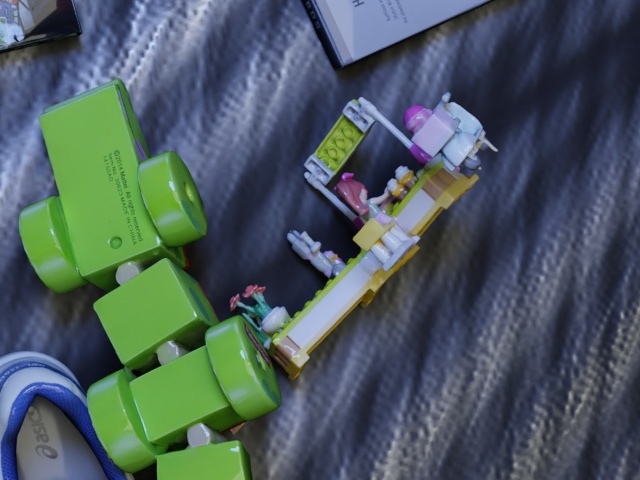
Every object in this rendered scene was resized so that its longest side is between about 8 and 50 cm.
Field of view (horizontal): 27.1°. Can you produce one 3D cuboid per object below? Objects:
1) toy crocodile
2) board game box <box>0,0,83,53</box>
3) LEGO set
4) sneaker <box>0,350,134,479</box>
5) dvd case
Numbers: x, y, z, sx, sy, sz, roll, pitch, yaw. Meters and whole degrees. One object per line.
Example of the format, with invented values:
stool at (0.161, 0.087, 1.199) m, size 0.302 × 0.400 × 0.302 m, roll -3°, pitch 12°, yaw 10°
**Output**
toy crocodile at (-0.111, 0.046, 0.897) m, size 0.115 × 0.105 × 0.340 m, roll -26°, pitch 71°, yaw 6°
board game box at (-0.267, -0.255, 0.932) m, size 0.136 × 0.030 × 0.260 m, roll -15°, pitch 91°, yaw -14°
LEGO set at (0.000, 0.000, 0.957) m, size 0.107 × 0.132 × 0.287 m, roll 43°, pitch 105°, yaw 7°
sneaker at (-0.158, 0.218, 0.883) m, size 0.112 × 0.131 × 0.296 m, roll -26°, pitch 95°, yaw -18°
dvd case at (0.079, -0.259, 1.031) m, size 0.238 × 0.029 × 0.179 m, roll -26°, pitch 94°, yaw -15°
